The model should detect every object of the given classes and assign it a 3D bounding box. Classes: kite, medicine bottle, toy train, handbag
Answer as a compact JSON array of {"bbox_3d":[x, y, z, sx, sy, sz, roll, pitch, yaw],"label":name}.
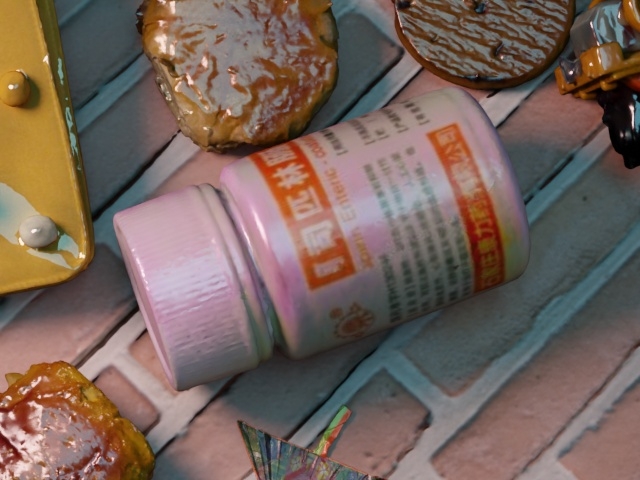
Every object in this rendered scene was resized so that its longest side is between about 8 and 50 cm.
[{"bbox_3d":[-0.007,0.245,1.911,0.190,0.010,0.159,21,76,-1],"label":"kite"},{"bbox_3d":[0.000,0.000,1.861,0.388,0.219,0.219,-19,80,-8],"label":"medicine bottle"},{"bbox_3d":[0.445,-0.199,1.974,0.369,0.163,0.231,-16,88,-10],"label":"toy train"},{"bbox_3d":[-0.398,-0.124,1.854,0.283,0.133,0.400,-10,99,3],"label":"handbag"}]

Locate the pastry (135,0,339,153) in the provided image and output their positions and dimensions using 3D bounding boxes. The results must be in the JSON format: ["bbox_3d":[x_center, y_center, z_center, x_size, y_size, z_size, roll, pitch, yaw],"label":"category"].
[{"bbox_3d":[-0.093,-0.203,1.959,0.229,0.100,0.218,28,81,-3],"label":"pastry"}]

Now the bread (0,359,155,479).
[{"bbox_3d":[-0.345,0.296,1.824,0.185,0.109,0.380,42,79,5],"label":"bread"}]

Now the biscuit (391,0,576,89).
[{"bbox_3d":[0.181,-0.266,2.028,0.212,0.036,0.212,1,79,-7],"label":"biscuit"}]
